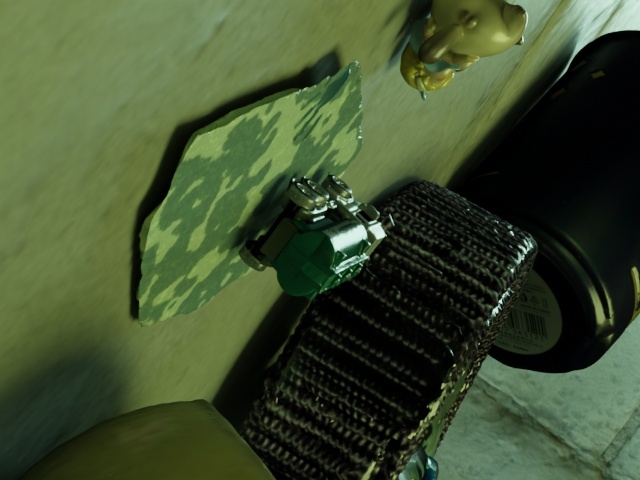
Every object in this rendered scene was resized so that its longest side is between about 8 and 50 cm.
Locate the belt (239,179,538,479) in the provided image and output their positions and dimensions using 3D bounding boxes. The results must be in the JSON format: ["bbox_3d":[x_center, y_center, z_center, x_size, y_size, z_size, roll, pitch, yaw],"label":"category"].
[{"bbox_3d":[0.038,0.092,0.939,0.260,0.122,0.325,-63,171,10],"label":"belt"}]

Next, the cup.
[{"bbox_3d":[0.217,0.004,1.195,0.256,0.178,0.255,-45,139,-35],"label":"cup"}]

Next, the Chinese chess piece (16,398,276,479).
[{"bbox_3d":[-0.025,0.190,0.549,0.112,0.270,0.270,-32,165,-11],"label":"Chinese chess piece"}]

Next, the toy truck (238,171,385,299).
[{"bbox_3d":[0.000,0.000,0.628,0.039,0.044,0.083,-51,170,17],"label":"toy truck"}]

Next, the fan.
[{"bbox_3d":[-0.025,-0.020,0.591,0.131,0.009,0.240,-56,170,10],"label":"fan"}]

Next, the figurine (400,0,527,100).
[{"bbox_3d":[0.058,-0.091,0.662,0.050,0.047,0.083,-38,175,-6],"label":"figurine"}]
